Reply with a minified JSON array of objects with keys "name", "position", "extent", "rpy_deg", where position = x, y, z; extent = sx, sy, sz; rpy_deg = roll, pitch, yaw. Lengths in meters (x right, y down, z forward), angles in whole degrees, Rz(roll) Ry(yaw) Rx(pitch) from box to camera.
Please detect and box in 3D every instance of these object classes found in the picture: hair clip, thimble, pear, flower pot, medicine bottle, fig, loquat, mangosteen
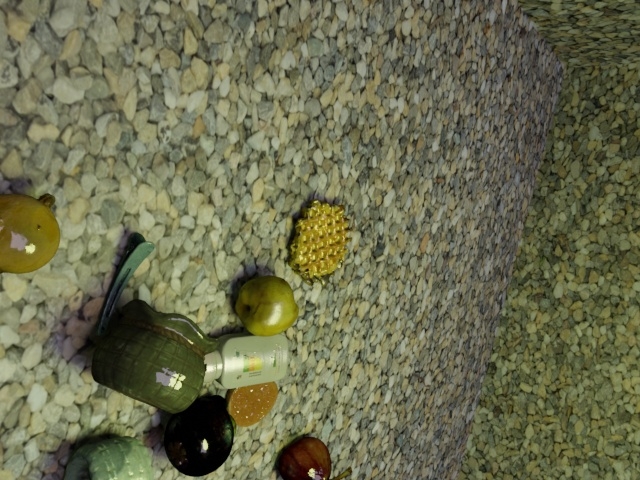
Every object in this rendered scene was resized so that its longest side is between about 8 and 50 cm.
[{"name":"hair clip","position":[-0.516,0.117,1.196],"extent":[0.048,0.083,0.275],"rpy_deg":[25,91,-50]},{"name":"thimble","position":[-0.551,0.650,1.200],"extent":[0.171,0.204,0.250],"rpy_deg":[10,77,-51]},{"name":"pear","position":[-0.166,0.206,1.462],"extent":[0.199,0.200,0.200],"rpy_deg":[-14,110,-41]},{"name":"flower pot","position":[-0.426,0.303,1.183],"extent":[0.302,0.301,0.213],"rpy_deg":[47,55,-41]},{"name":"medicine bottle","position":[-0.250,0.375,1.450],"extent":[0.296,0.111,0.161],"rpy_deg":[3,90,-33]},{"name":"fig","position":[-0.030,0.872,1.733],"extent":[0.203,0.249,0.187],"rpy_deg":[-4,114,-42]},{"name":"loquat","position":[-0.640,-0.021,0.972],"extent":[0.172,0.149,0.205],"rpy_deg":[47,57,-36]},{"name":"mangosteen","position":[-0.352,0.580,1.378],"extent":[0.242,0.242,0.243],"rpy_deg":[-14,110,-41]}]

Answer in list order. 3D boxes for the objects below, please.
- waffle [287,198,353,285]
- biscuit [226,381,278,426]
[{"name":"waffle","position":[-0.004,0.010,1.654],"extent":[0.329,0.062,0.330],"rpy_deg":[-16,113,-42]},{"name":"biscuit","position":[-0.226,0.498,1.584],"extent":[0.201,0.044,0.289],"rpy_deg":[7,94,-40]}]
